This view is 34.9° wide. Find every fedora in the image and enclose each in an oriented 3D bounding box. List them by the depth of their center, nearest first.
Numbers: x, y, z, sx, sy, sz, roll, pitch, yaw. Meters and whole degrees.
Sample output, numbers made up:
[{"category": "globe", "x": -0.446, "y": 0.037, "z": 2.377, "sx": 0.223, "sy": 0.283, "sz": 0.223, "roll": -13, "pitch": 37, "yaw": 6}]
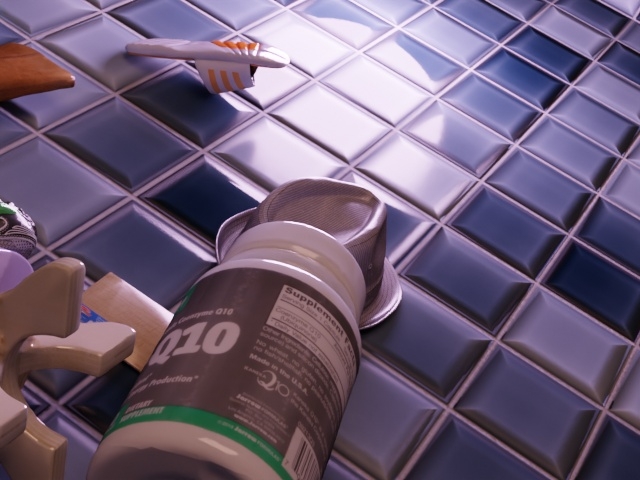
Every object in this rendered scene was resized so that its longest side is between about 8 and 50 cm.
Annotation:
[{"category": "fedora", "x": 0.000, "y": 0.000, "z": 1.315, "sx": 0.275, "sy": 0.124, "sz": 0.243, "roll": -14, "pitch": 51, "yaw": -38}]

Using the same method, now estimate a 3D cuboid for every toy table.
[{"category": "toy table", "x": -0.302, "y": 0.112, "z": 0.950, "sx": 0.161, "sy": 0.252, "sz": 0.274, "roll": 18, "pitch": 34, "yaw": 15}]

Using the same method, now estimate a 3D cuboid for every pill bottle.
[{"category": "pill bottle", "x": -0.073, "y": 0.148, "z": 1.036, "sx": 0.204, "sy": 0.204, "sz": 0.361, "roll": 23, "pitch": 37, "yaw": 0}]

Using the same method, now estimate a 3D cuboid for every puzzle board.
[{"category": "puzzle board", "x": -0.225, "y": 0.095, "z": 1.179, "sx": 0.128, "sy": 0.011, "sz": 0.096, "roll": 32, "pitch": 40, "yaw": 13}]

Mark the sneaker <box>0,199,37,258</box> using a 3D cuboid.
[{"category": "sneaker", "x": -0.424, "y": 0.073, "z": 1.030, "sx": 0.146, "sy": 0.134, "sz": 0.343, "roll": 42, "pitch": 50, "yaw": 13}]

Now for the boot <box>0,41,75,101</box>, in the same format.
[{"category": "boot", "x": -0.445, "y": -0.180, "z": 1.334, "sx": 0.264, "sy": 0.096, "sz": 0.280, "roll": 25, "pitch": 28, "yaw": 34}]

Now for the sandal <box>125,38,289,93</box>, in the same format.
[{"category": "sandal", "x": -0.176, "y": -0.272, "z": 1.604, "sx": 0.265, "sy": 0.076, "sz": 0.102, "roll": 6, "pitch": 21, "yaw": 12}]
